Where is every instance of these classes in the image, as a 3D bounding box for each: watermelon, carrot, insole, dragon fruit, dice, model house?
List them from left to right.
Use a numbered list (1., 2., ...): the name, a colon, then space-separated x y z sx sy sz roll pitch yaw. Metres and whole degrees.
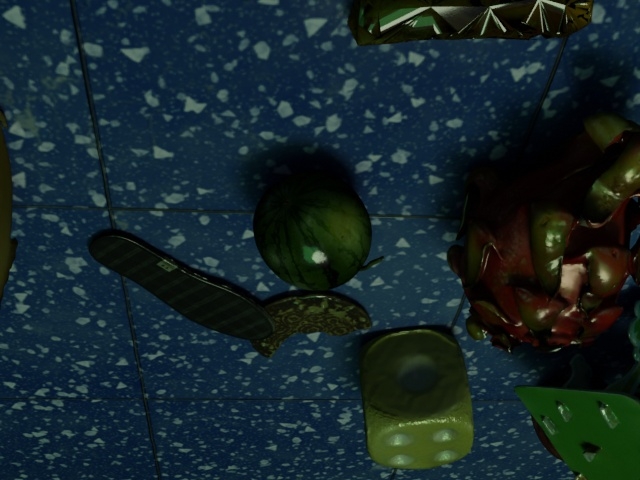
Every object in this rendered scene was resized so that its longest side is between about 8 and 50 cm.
1. insole: -0.189 0.072 1.077 0.110 0.012 0.309 -26 133 32
2. watermelon: 0.000 0.000 0.918 0.140 0.141 0.187 -19 142 18
3. dice: 0.149 0.253 1.206 0.166 0.169 0.169 -5 140 3
4. carrot: 0.140 -0.220 0.724 0.228 0.069 0.069 -3 140 1
5. dragon fruit: 0.283 0.002 0.885 0.227 0.243 0.307 -23 179 -40
6. model house: 0.527 0.249 1.201 0.358 0.313 0.242 52 149 -13

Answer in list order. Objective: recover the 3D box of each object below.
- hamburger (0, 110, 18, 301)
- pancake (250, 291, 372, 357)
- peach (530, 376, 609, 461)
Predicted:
1. hamburger: -0.440 -0.028 0.791 0.186 0.261 0.302 5 -179 -2
2. pancake: -0.017 0.133 1.170 0.190 0.020 0.184 7 138 -10
3. peach: 0.447 0.321 1.329 0.152 0.152 0.152 -2 140 -2
